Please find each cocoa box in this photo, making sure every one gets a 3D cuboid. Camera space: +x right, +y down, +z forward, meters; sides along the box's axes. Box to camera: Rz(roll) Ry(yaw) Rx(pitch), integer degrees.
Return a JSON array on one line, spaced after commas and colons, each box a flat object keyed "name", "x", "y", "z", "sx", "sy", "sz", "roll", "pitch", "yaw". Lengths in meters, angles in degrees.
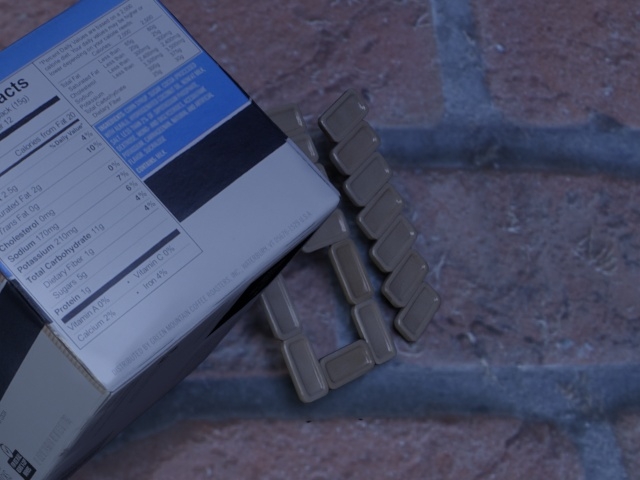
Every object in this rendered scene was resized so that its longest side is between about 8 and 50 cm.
[{"name": "cocoa box", "x": -0.186, "y": 0.014, "z": 1.162, "sx": 0.228, "sy": 0.347, "sz": 0.231, "roll": 48, "pitch": 60, "yaw": 4}]

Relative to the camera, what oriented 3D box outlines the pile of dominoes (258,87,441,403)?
[{"name": "pile of dominoes", "x": 0.000, "y": 0.000, "z": 1.414, "sx": 0.196, "sy": 0.040, "sz": 0.251, "roll": -22, "pitch": 91, "yaw": -39}]
